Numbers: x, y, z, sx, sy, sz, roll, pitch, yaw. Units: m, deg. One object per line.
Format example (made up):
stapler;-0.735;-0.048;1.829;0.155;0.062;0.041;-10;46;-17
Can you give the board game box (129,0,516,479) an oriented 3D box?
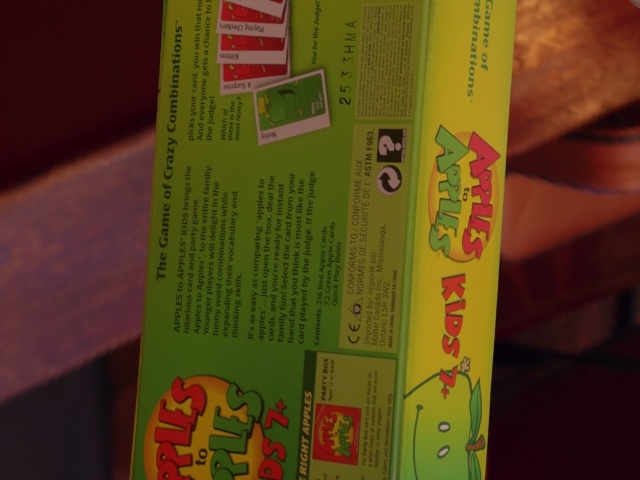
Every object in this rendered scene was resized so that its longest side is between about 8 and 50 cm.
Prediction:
board game box;0.000;0.000;0.500;0.043;0.092;0.181;5;88;-53

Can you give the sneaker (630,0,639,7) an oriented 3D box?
sneaker;0.238;-0.249;0.919;0.131;0.112;0.296;-2;135;-18
